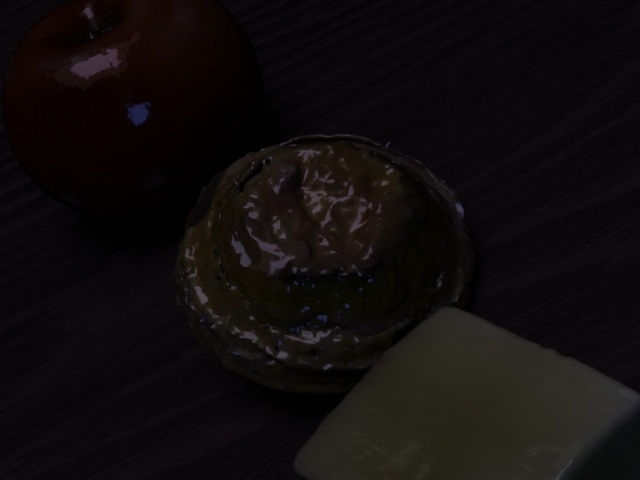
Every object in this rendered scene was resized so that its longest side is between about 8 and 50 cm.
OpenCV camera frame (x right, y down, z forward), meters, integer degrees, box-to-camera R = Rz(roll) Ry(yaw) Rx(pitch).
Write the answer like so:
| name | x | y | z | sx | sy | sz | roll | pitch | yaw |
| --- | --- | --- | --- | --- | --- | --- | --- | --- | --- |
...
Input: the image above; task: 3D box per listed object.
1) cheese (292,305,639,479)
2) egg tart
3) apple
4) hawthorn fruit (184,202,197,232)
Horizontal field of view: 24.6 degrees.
| name | x | y | z | sx | sy | sz | roll | pitch | yaw |
| --- | --- | --- | --- | --- | --- | --- | --- | --- | --- |
| cheese | 0.149 | 0.205 | 1.382 | 0.242 | 0.124 | 0.265 | -47 | 42 | -17 |
| egg tart | 0.000 | 0.000 | 1.618 | 0.352 | 0.150 | 0.352 | -1 | 56 | 2 |
| apple | -0.248 | -0.192 | 1.935 | 0.349 | 0.277 | 0.348 | -17 | 40 | 15 |
| hawthorn fruit | -0.107 | -0.002 | 1.767 | 0.128 | 0.128 | 0.128 | -16 | 40 | 14 |
